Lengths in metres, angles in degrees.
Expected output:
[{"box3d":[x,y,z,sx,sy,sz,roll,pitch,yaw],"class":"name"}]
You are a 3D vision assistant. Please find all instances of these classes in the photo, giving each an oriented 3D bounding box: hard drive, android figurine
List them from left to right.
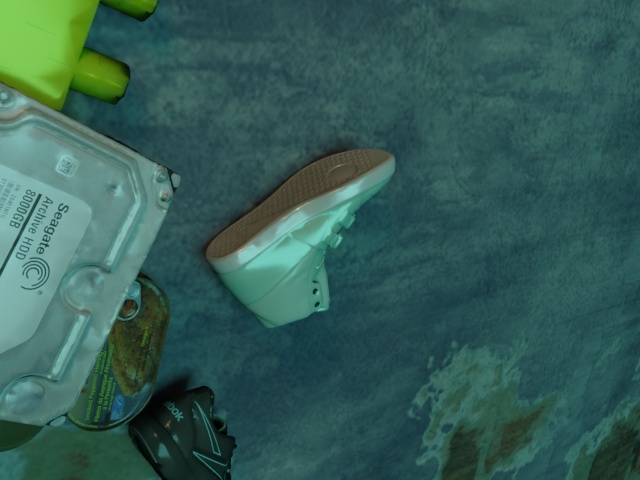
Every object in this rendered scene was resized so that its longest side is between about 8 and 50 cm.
[{"box3d":[-0.284,-0.012,0.453,0.339,0.064,0.237,29,85,-45],"class":"hard drive"},{"box3d":[-0.269,-0.212,0.537,0.273,0.056,0.248,17,99,-44],"class":"android figurine"}]

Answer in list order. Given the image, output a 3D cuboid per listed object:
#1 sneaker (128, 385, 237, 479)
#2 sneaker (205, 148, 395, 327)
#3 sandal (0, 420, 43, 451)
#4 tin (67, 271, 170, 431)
[{"box3d":[-0.145,0.295,0.853,0.106,0.101,0.267,-39,134,-29],"class":"sneaker"},{"box3d":[-0.001,0.000,0.827,0.256,0.094,0.151,-34,124,-9],"class":"sneaker"},{"box3d":[-0.334,0.143,0.632,0.088,0.079,0.240,-53,169,-12],"class":"sandal"},{"box3d":[-0.231,0.122,0.741,0.106,0.040,0.189,2,109,-44],"class":"tin"}]
